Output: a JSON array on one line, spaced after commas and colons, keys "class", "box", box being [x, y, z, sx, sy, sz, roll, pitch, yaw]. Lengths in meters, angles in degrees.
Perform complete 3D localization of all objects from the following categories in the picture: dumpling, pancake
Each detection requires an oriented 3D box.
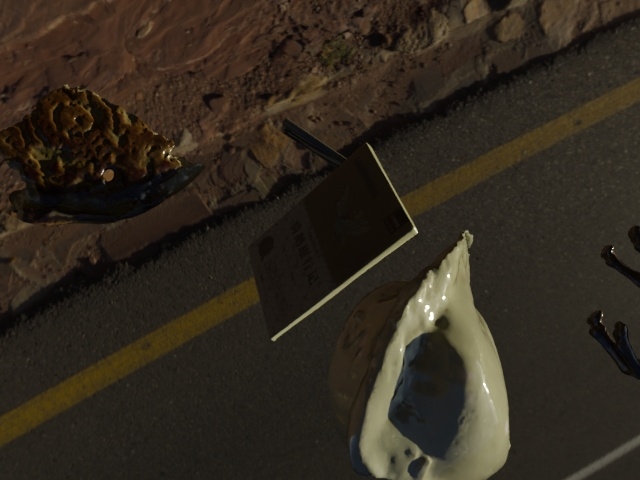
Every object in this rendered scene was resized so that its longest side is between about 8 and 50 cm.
[{"class": "dumpling", "box": [0.151, 0.144, 0.622, 0.395, 0.233, 0.316, 27, 85, -62]}, {"class": "pancake", "box": [-0.330, -0.097, 0.705, 0.257, 0.056, 0.212, 29, 74, -8]}]

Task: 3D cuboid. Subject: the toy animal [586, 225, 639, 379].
[{"class": "toy animal", "box": [0.337, 0.050, 0.409, 0.186, 0.094, 0.214, 21, 71, 12]}]

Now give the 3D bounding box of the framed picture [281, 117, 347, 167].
[{"class": "framed picture", "box": [0.027, -0.173, 1.042, 0.260, 0.189, 0.023, 33, 95, -7]}]

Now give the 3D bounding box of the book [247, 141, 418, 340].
[{"class": "book", "box": [0.000, 0.000, 0.825, 0.310, 0.217, 0.021, -40, 135, 21]}]
